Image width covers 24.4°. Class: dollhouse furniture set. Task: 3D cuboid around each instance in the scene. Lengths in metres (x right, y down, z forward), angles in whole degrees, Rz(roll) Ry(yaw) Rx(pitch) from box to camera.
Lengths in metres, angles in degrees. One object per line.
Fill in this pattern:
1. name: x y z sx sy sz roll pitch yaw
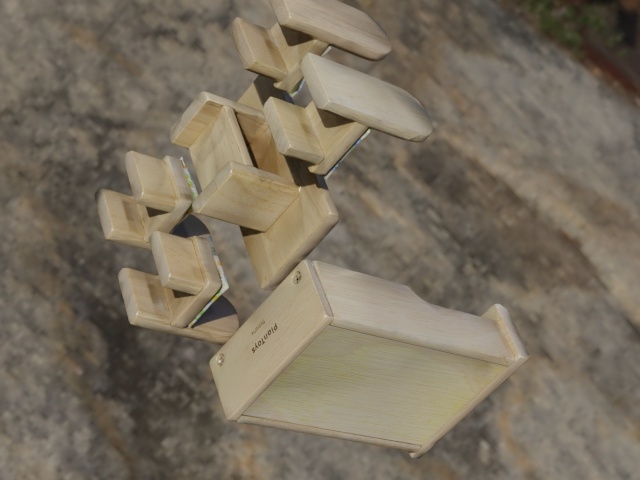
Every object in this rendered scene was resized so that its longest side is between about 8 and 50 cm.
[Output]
1. dollhouse furniture set: 0.000 0.000 0.935 0.161 0.212 0.242 16 39 -38
